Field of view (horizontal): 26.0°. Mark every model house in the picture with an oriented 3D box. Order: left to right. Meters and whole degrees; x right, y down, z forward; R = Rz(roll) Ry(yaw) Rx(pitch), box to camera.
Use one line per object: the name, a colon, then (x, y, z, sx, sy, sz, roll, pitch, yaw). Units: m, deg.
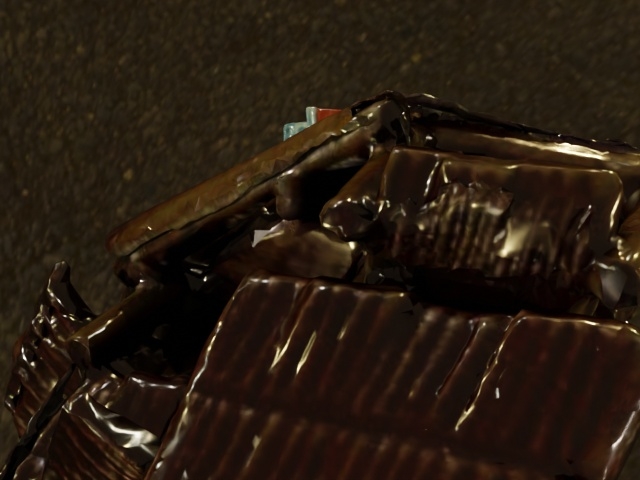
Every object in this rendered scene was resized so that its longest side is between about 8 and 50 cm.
model house: (-0.033, 0.094, 0.581, 0.317, 0.297, 0.282, 16, 39, 17)

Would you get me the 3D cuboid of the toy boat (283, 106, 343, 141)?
toy boat: (0.000, 0.000, 1.790, 0.133, 0.145, 0.331, -6, 81, 16)
